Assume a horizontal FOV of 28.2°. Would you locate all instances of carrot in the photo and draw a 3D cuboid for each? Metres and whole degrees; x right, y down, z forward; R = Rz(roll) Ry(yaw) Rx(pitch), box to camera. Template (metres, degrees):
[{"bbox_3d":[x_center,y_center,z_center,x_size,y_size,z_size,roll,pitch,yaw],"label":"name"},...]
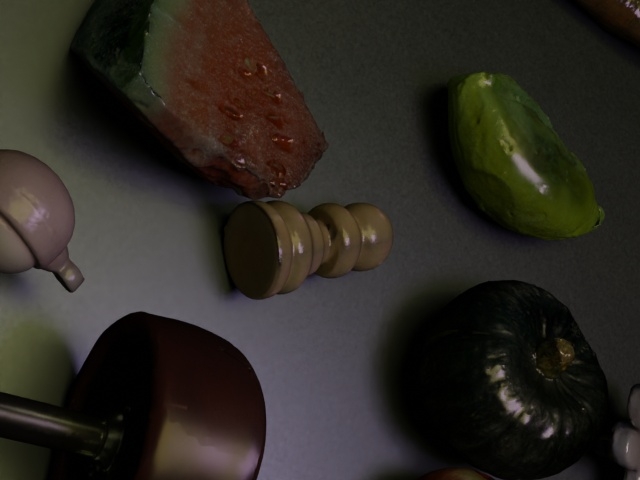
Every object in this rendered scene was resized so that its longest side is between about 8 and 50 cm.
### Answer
[{"bbox_3d":[0.328,-0.302,1.522,0.342,0.070,0.070,27,68,-19],"label":"carrot"}]

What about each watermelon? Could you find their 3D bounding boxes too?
[{"bbox_3d":[-0.103,-0.138,1.196,0.257,0.140,0.193,43,57,-29],"label":"watermelon"}]

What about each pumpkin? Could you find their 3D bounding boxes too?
[{"bbox_3d":[0.201,0.141,1.303,0.212,0.152,0.211,10,74,-35],"label":"pumpkin"}]

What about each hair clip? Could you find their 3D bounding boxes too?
[{"bbox_3d":[0.405,0.250,1.463,0.257,0.075,0.146,17,68,-33],"label":"hair clip"}]

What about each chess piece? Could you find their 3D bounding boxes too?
[{"bbox_3d":[0.000,0.000,1.245,0.170,0.094,0.094,-8,85,-36],"label":"chess piece"}]

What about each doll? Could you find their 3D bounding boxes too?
[{"bbox_3d":[-0.324,-0.084,1.016,0.365,0.160,0.094,45,67,-18],"label":"doll"}]

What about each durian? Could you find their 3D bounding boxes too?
[{"bbox_3d":[0.225,-0.084,1.391,0.250,0.101,0.139,48,60,-16],"label":"durian"}]

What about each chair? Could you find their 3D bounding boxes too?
[{"bbox_3d":[-0.263,0.129,0.973,0.401,0.226,0.226,19,71,-27],"label":"chair"}]

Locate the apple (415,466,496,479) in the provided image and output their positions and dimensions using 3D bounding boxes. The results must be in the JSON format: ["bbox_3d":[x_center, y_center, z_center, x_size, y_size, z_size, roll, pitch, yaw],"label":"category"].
[{"bbox_3d":[0.142,0.299,1.247,0.131,0.146,0.146,11,75,-40],"label":"apple"}]
